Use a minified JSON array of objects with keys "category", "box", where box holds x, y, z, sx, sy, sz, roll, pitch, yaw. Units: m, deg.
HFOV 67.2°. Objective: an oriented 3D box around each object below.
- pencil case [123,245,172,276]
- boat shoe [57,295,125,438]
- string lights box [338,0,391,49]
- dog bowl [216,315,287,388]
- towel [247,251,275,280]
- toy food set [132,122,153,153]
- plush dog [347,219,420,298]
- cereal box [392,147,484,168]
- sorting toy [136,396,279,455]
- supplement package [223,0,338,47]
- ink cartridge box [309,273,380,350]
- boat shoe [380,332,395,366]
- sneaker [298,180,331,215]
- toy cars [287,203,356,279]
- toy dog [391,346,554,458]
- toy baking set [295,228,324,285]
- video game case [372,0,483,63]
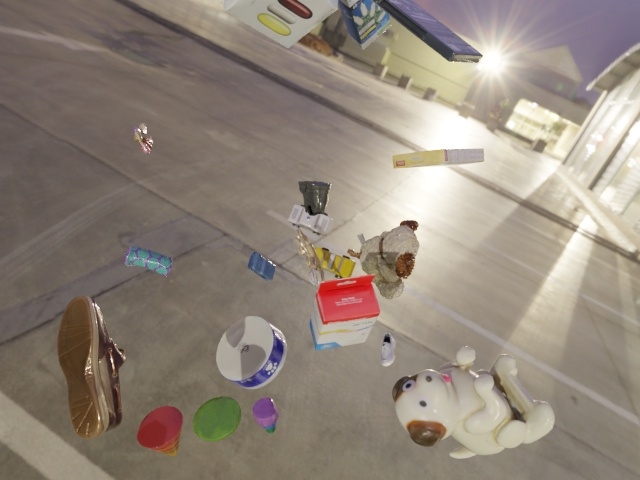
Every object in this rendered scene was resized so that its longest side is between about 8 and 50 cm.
[{"category":"pencil case","box":[-0.568,0.068,1.592,0.151,0.070,0.064,21,6,-31]},{"category":"boat shoe","box":[-0.562,0.310,1.214,0.123,0.123,0.343,13,59,-67]},{"category":"string lights box","box":[0.139,-0.758,1.563,0.077,0.133,0.259,50,4,21]},{"category":"dog bowl","box":[-0.269,0.432,1.870,0.265,0.265,0.104,47,-2,42]},{"category":"towel","box":[-0.209,0.092,1.707,0.029,0.067,0.119,-4,-30,36]},{"category":"toy food set","box":[-0.470,-0.267,1.275,0.019,0.078,0.122,-22,20,1]},{"category":"plush dog","box":[0.233,0.033,1.591,0.210,0.225,0.263,26,54,-24]},{"category":"cereal box","box":[0.353,-0.243,1.435,0.240,0.048,0.172,-11,9,-43]},{"category":"sorting toy","box":[-0.283,0.505,1.272,0.364,0.126,0.127,-9,34,-1]},{"category":"supplement package","box":[-0.096,-0.615,1.165,0.203,0.194,0.150,14,67,-41]},{"category":"ink cartridge box","box":[0.055,0.172,1.125,0.134,0.231,0.078,-8,58,-12]},{"category":"boat shoe","box":[0.287,0.464,2.070,0.063,0.066,0.184,62,29,-16]},{"category":"sneaker","box":[-0.031,-0.161,1.825,0.108,0.130,0.286,3,7,-6]},{"category":"toy cars","box":[0.000,0.000,2.004,0.394,0.176,0.087,62,1,11]},{"category":"toy dog","box":[0.424,0.514,1.513,0.407,0.396,0.285,14,36,-23]},{"category":"toy baking set","box":[-0.037,0.080,1.748,0.257,0.030,0.197,63,13,-4]},{"category":"video game case","box":[0.216,-0.475,1.045,0.274,0.026,0.196,44,36,15]}]
